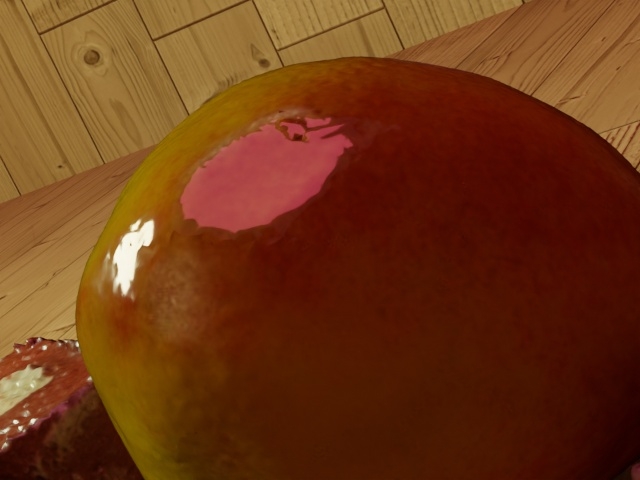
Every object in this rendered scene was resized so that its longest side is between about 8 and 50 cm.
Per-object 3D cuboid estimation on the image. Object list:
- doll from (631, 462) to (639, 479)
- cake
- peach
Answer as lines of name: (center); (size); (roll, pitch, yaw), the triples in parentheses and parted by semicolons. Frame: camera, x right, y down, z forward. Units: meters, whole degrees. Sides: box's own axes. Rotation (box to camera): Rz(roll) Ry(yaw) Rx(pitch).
doll: (0.235, 0.102, 0.592); (0.211, 0.093, 0.262); (-19, 10, 0)
cake: (-0.204, 0.171, 1.042); (0.177, 0.151, 0.283); (-44, 19, -20)
peach: (0.040, 0.035, 0.793); (0.308, 0.289, 0.289); (-13, 18, 33)
